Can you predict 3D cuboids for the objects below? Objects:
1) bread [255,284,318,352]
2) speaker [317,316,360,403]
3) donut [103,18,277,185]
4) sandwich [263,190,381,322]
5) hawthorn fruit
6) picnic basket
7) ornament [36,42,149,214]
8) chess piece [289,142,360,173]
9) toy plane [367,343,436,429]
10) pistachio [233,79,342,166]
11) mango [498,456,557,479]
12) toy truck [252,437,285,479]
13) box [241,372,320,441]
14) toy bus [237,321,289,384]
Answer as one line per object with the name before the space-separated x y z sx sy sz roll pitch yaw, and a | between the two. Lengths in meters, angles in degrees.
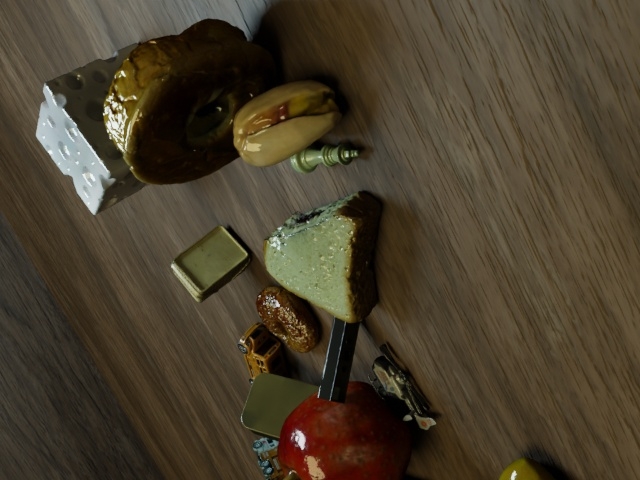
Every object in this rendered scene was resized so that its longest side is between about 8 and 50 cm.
bread | -0.080 0.186 1.782 0.193 0.064 0.193 35 147 28
speaker | 0.041 0.232 1.565 0.040 0.191 0.046 19 167 -34
donut | -0.227 -0.248 1.347 0.160 0.330 0.330 52 149 18
sandwich | -0.003 0.003 1.470 0.254 0.099 0.288 34 143 30
hawthorn fruit | 0.023 0.455 1.634 0.287 0.330 0.287 48 155 31
picnic basket | -0.258 0.055 1.805 0.115 0.164 0.079 48 157 12
ornament | -0.459 -0.246 1.719 0.239 0.239 0.240 53 149 2
chess piece | 0.015 -0.149 1.355 0.149 0.059 0.059 3 122 45
toy plane | 0.162 0.308 1.581 0.197 0.053 0.078 57 140 5
pistachio | -0.060 -0.203 1.311 0.200 0.145 0.117 -28 79 17
mango | 0.427 0.555 1.382 0.332 0.142 0.195 54 145 16
toy truck | -0.120 0.638 2.216 0.178 0.115 0.080 -131 23 -57
box | -0.077 0.417 1.858 0.201 0.145 0.090 12 154 12
toy bus | -0.139 0.303 1.950 0.088 0.083 0.195 17 136 33
